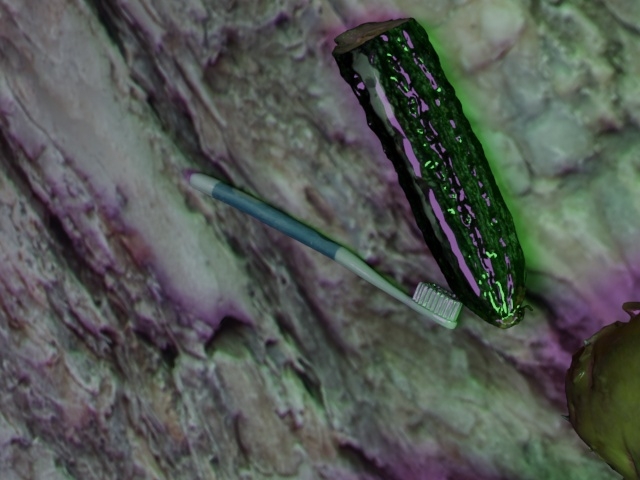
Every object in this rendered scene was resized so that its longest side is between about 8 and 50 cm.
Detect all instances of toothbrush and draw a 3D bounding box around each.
[{"bbox_3d":[0.000,0.000,1.348,0.275,0.019,0.025,29,106,28],"label":"toothbrush"}]

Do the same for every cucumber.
[{"bbox_3d":[0.089,-0.055,1.250,0.077,0.077,0.265,-31,81,33],"label":"cucumber"}]

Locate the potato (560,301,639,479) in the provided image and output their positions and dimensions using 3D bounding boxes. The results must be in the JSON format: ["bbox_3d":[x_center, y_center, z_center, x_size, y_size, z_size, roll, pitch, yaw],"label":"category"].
[{"bbox_3d":[0.299,0.112,1.091,0.296,0.141,0.192,6,116,32],"label":"potato"}]
